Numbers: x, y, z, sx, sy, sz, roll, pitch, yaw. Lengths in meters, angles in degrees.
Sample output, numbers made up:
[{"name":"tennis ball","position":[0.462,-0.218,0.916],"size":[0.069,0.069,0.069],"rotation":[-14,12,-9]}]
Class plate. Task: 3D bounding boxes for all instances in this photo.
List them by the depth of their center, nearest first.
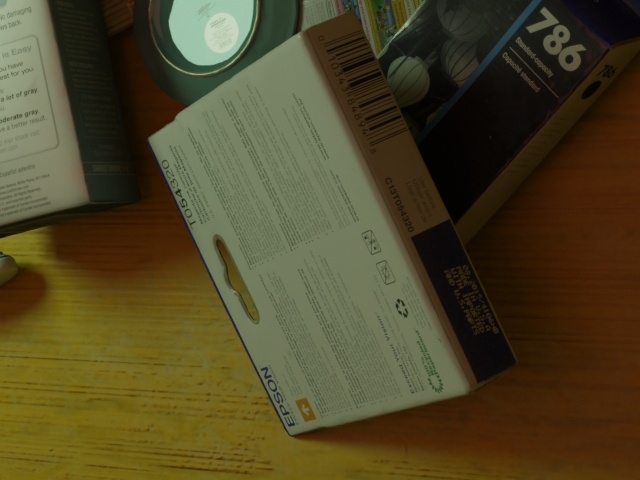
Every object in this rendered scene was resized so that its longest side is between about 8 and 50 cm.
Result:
[{"name":"plate","position":[-0.107,-0.219,1.686],"size":[0.188,0.024,0.188],"rotation":[-1,88,29]}]

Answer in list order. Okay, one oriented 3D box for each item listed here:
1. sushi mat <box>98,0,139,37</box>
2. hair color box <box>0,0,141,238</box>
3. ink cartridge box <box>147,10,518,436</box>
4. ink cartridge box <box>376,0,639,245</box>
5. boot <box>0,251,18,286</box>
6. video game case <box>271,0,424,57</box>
[{"name":"sushi mat","position":[-0.269,-0.260,1.786],"size":[0.316,0.019,0.151],"rotation":[-24,82,21]},{"name":"hair color box","position":[-0.316,-0.199,1.736],"size":[0.185,0.113,0.374],"rotation":[-13,88,22]},{"name":"ink cartridge box","position":[0.000,0.000,1.554],"size":[0.330,0.071,0.324],"rotation":[-23,93,61]},{"name":"ink cartridge box","position":[0.146,-0.145,1.515],"size":[0.165,0.065,0.332],"rotation":[49,112,22]},{"name":"boot","position":[-0.404,0.029,1.866],"size":[0.190,0.069,0.086],"rotation":[-24,81,30]},{"name":"video game case","position":[0.048,-0.140,1.623],"size":[0.193,0.023,0.212],"rotation":[-16,81,30]}]
